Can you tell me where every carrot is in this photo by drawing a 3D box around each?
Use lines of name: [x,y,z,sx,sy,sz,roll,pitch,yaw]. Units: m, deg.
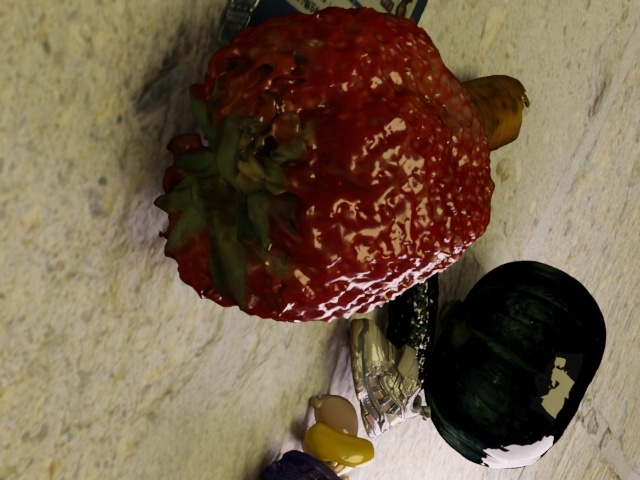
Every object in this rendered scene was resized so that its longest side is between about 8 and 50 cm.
carrot: [0.170,-0.146,1.499,0.301,0.114,0.114,-22,125,-51]

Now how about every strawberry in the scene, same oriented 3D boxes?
strawberry: [0.035,-0.064,1.139,0.351,0.267,0.312,8,113,-35]

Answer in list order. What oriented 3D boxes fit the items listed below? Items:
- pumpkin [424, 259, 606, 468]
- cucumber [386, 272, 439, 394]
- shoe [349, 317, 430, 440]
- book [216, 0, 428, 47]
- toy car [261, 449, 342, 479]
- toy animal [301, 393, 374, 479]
pumpkin: [0.272,0.171,1.709,0.315,0.238,0.315,-57,169,-18]
cucumber: [0.122,0.064,1.567,0.081,0.072,0.304,-4,116,-16]
shoe: [0.090,0.179,1.529,0.089,0.092,0.180,-94,173,-60]
book: [0.057,-0.347,1.283,0.300,0.039,0.428,31,81,-57]
toy car: [-0.032,0.388,1.438,0.158,0.172,0.235,-16,116,-36]
toy animal: [0.007,0.259,1.513,0.091,0.114,0.082,-1,144,-34]
